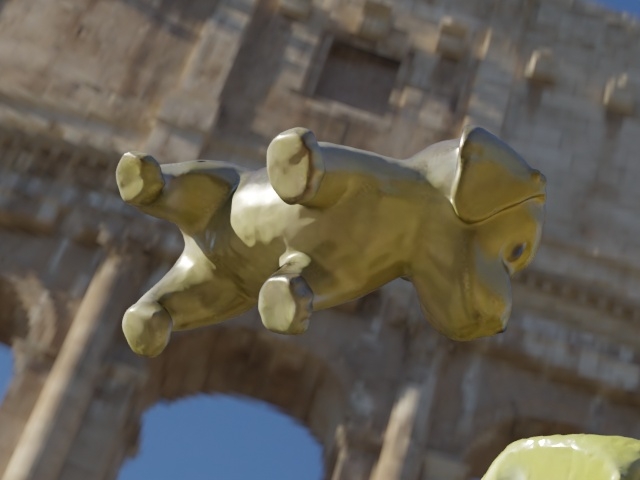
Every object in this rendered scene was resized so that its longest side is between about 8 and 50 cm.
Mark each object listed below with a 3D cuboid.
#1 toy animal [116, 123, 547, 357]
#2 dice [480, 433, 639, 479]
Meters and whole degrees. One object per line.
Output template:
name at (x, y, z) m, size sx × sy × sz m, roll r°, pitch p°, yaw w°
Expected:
toy animal at (0.002, 0.000, 1.064) m, size 0.233 × 0.169 × 0.121 m, roll -5°, pitch -88°, yaw 28°
dice at (0.223, 0.241, 1.480) m, size 0.169 × 0.169 × 0.166 m, roll 14°, pitch -18°, yaw -36°
